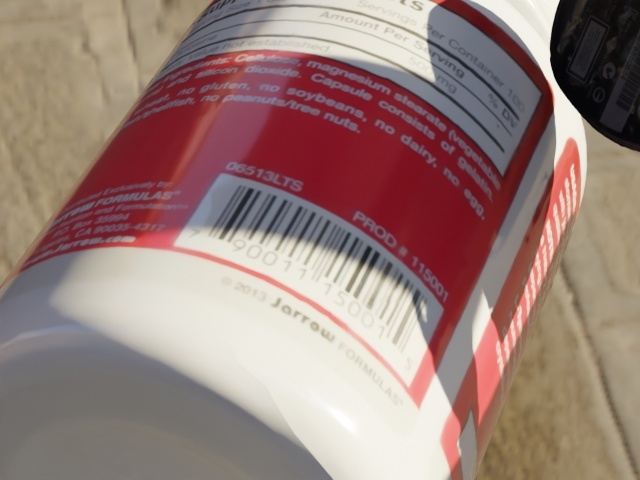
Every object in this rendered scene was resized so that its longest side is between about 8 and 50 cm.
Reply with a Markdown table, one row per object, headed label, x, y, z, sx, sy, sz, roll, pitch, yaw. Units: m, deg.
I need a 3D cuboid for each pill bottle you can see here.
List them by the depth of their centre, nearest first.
| label | x | y | z | sx | sy | sz | roll | pitch | yaw |
| --- | --- | --- | --- | --- | --- | --- | --- | --- | --- |
| pill bottle | 0.000 | 0.000 | 0.916 | 0.229 | 0.229 | 0.408 | 18 | 43 | 11 |

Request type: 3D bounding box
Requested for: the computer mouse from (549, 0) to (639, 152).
| label | x | y | z | sx | sy | sz | roll | pitch | yaw |
| --- | --- | --- | --- | --- | --- | --- | --- | --- | --- |
| computer mouse | 0.191 | -0.022 | 0.817 | 0.060 | 0.184 | 0.262 | 4 | 20 | -39 |
